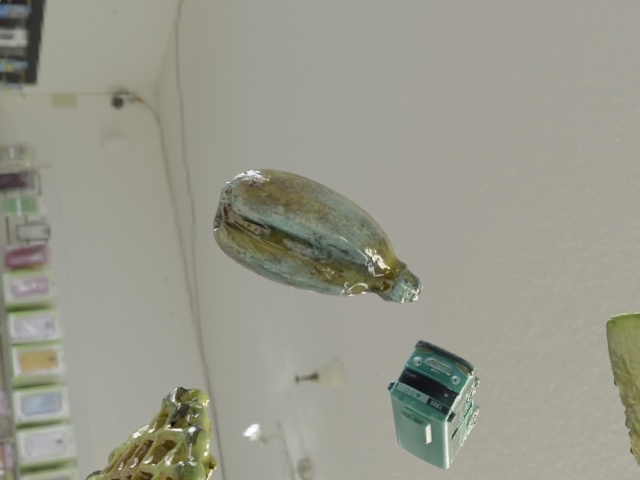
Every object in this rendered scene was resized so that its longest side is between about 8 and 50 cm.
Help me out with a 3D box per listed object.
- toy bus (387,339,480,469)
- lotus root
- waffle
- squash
[{"bbox_3d":[0.206,0.303,1.711,0.128,0.147,0.256,24,-26,23],"label":"toy bus"},{"bbox_3d":[0.000,0.000,1.370,0.140,0.322,0.158,-94,-151,-63],"label":"lotus root"},{"bbox_3d":[-0.216,0.304,1.026,0.297,0.073,0.317,-46,-164,9],"label":"waffle"},{"bbox_3d":[0.496,0.193,1.202,0.204,0.155,0.237,-16,-101,24],"label":"squash"}]
